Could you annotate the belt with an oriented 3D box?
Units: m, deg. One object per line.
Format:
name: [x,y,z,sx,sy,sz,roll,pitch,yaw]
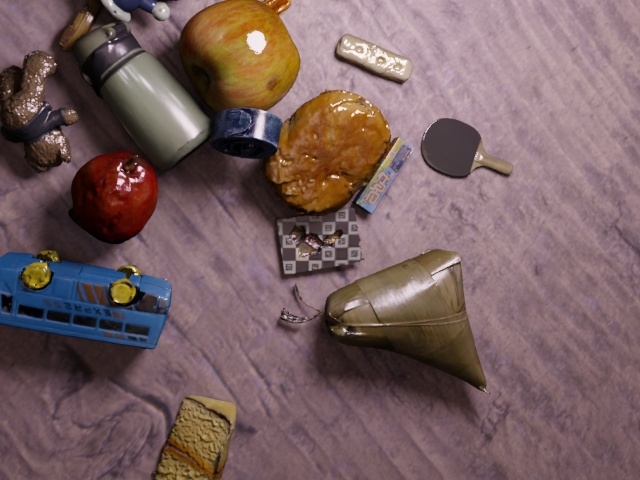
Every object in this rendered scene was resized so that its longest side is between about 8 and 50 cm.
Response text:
belt: [-0.160,-0.227,1.630,0.142,0.190,0.082,11,81,-24]

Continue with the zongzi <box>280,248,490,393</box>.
zongzi: [0.165,0.251,1.822,0.448,0.181,0.417,-20,99,-6]

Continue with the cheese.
cheese: [0.132,-0.438,1.821,0.194,0.043,0.064,19,96,-13]

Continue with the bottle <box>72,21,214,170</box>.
bottle: [-0.397,-0.328,1.671,0.168,0.168,0.347,-40,98,-5]

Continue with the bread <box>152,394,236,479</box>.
bread: [-0.278,0.516,1.796,0.142,0.178,0.265,13,96,-43]

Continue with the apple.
apple: [-0.169,-0.406,1.663,0.265,0.264,0.264,-1,95,-11]

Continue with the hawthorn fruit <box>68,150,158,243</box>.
hawthorn fruit: [-0.446,-0.112,1.647,0.190,0.251,0.189,14,49,-16]

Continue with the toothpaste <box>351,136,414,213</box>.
toothpaste: [0.145,-0.165,1.844,0.070,0.044,0.193,33,88,-12]

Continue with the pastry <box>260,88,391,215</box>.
pastry: [0.012,-0.208,1.756,0.311,0.162,0.255,-42,116,7]

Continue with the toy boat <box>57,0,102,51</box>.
toy boat: [-0.535,-0.489,1.686,0.049,0.047,0.149,29,90,-11]

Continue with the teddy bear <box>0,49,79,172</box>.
teddy bear: [-0.634,-0.273,1.646,0.182,0.129,0.251,-12,104,27]

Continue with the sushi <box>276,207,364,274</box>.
sushi: [0.000,0.000,1.838,0.201,0.031,0.139,-8,97,-7]

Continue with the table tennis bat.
table tennis bat: [0.370,-0.220,1.894,0.247,0.022,0.138,18,91,-11]

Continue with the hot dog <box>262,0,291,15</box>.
hot dog: [-0.121,-0.541,1.769,0.122,0.037,0.049,-32,111,-1]

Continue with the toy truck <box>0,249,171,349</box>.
toy truck: [-0.533,0.128,1.687,0.385,0.161,0.162,12,102,-12]

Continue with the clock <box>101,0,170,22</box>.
clock: [-0.376,-0.585,1.664,0.244,0.146,0.199,-26,95,0]
